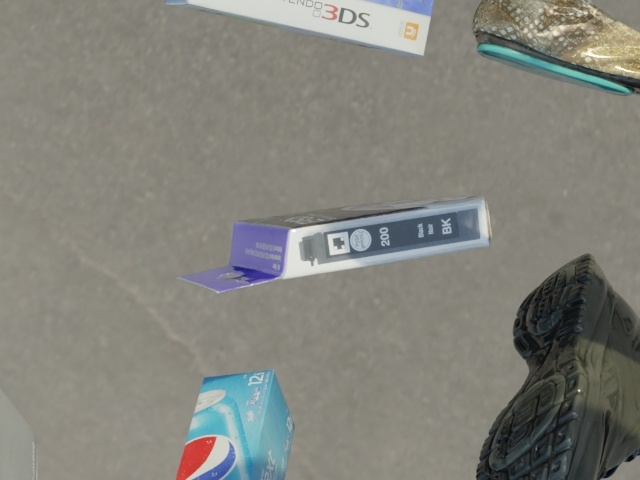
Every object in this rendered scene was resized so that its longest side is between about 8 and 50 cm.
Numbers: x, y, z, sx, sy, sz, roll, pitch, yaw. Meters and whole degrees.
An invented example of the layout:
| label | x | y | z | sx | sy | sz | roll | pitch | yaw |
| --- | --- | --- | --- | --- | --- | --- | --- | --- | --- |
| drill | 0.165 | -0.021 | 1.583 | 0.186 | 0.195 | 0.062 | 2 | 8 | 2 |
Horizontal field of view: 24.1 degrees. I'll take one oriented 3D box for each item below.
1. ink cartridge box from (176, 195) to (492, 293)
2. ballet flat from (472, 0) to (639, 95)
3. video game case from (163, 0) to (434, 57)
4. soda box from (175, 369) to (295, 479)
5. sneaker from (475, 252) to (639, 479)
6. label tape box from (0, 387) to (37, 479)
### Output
| label | x | y | z | sx | sy | sz | roll | pitch | yaw |
| --- | --- | --- | --- | --- | --- | --- | --- | --- | --- |
| ink cartridge box | 0.000 | 0.000 | 1.160 | 0.208 | 0.206 | 0.045 | -10 | 94 | -14 |
| ballet flat | 0.185 | -0.101 | 0.812 | 0.206 | 0.073 | 0.067 | 19 | 92 | -11 |
| video game case | 0.005 | -0.318 | 1.337 | 0.244 | 0.269 | 0.061 | 8 | -174 | -29 |
| soda box | -0.074 | 0.202 | 1.214 | 0.067 | 0.210 | 0.071 | -8 | 126 | 14 |
| sneaker | 0.207 | 0.135 | 1.138 | 0.130 | 0.286 | 0.109 | 40 | 133 | -14 |
| label tape box | -0.345 | 0.111 | 0.909 | 0.249 | 0.115 | 0.348 | -11 | 147 | 5 |
